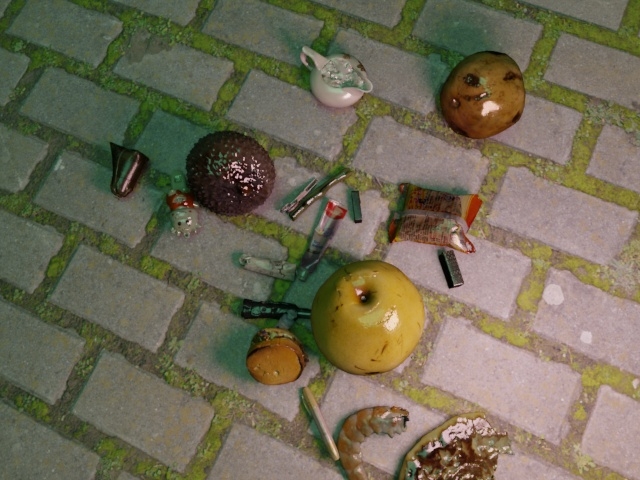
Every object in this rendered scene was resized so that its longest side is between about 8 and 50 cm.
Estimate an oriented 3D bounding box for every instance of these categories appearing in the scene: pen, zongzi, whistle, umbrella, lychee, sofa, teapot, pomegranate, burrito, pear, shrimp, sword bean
[{"bbox_3d":[-0.004,0.561,1.503,0.040,0.032,0.233,-35,66,19],"label":"pen"},{"bbox_3d":[-0.730,-0.251,1.752,0.184,0.084,0.187,22,83,24],"label":"zongzi"},{"bbox_3d":[-0.476,-0.126,1.687,0.102,0.106,0.253,0,71,-38],"label":"whistle"},{"bbox_3d":[-0.141,0.233,1.594,0.236,0.059,0.066,6,97,4],"label":"umbrella"},{"bbox_3d":[-0.297,-0.219,1.613,0.301,0.300,0.299,-1,76,4],"label":"lychee"},{"bbox_3d":[0.422,0.094,1.581,0.039,0.060,0.117,-13,75,-7],"label":"sofa"},{"bbox_3d":[0.053,-0.578,1.735,0.298,0.139,0.204,29,83,10],"label":"teapot"},{"bbox_3d":[0.532,-0.477,1.609,0.282,0.281,0.280,-1,76,4],"label":"pomegranate"},{"bbox_3d":[-0.174,0.086,1.630,0.203,0.064,0.064,14,78,7],"label":"burrito"},{"bbox_3d":[0.137,0.226,1.444,0.349,0.348,0.347,-1,76,4],"label":"pear"},{"bbox_3d":[0.140,0.617,1.471,0.185,0.068,0.286,20,80,13],"label":"shrimp"},{"bbox_3d":[-0.001,-0.164,1.689,0.269,0.038,0.043,-39,83,-6],"label":"sword bean"}]

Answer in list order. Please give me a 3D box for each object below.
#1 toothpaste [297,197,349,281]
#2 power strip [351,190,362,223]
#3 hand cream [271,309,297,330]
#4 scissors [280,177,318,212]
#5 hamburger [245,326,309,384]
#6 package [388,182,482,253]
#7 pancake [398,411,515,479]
[{"bbox_3d":[0.000,0.000,1.646,0.075,0.048,0.300,23,77,14],"label":"toothpaste"},{"bbox_3d":[0.124,-0.115,1.667,0.030,0.038,0.111,-6,77,2],"label":"power strip"},{"bbox_3d":[-0.133,0.289,1.563,0.065,0.043,0.170,44,114,14],"label":"hand cream"},{"bbox_3d":[-0.068,-0.155,1.687,0.176,0.085,0.022,-47,113,-19],"label":"scissors"},{"bbox_3d":[-0.129,0.355,1.507,0.191,0.118,0.181,8,121,0],"label":"hamburger"},{"bbox_3d":[0.374,-0.080,1.596,0.289,0.108,0.223,10,71,17],"label":"package"},{"bbox_3d":[0.388,0.703,1.445,0.305,0.067,0.426,21,78,1],"label":"pancake"}]
